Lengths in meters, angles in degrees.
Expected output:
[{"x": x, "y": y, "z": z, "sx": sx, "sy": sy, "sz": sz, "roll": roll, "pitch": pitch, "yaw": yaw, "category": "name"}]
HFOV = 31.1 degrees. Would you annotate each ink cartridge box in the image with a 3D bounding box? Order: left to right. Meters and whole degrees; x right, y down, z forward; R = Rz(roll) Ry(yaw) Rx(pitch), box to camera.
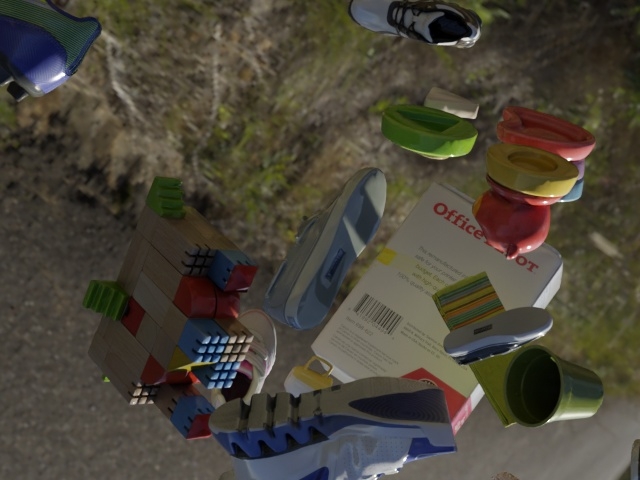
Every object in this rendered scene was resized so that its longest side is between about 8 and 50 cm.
[{"x": 0.213, "y": 0.132, "z": 2.041, "sx": 0.384, "sy": 0.279, "sz": 0.160, "roll": -52, "pitch": 160, "yaw": -11, "category": "ink cartridge box"}]

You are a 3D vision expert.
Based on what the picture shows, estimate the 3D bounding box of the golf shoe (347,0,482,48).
[{"x": 0.135, "y": -0.325, "z": 1.654, "sx": 0.094, "sy": 0.198, "sz": 0.077, "roll": -62, "pitch": 161, "yaw": -75, "category": "golf shoe"}]

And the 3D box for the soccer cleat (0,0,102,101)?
[{"x": -0.311, "y": -0.255, "z": 1.046, "sx": 0.121, "sy": 0.289, "sz": 0.093, "roll": -40, "pitch": 169, "yaw": -4, "category": "soccer cleat"}]

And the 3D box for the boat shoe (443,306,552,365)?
[{"x": 0.220, "y": 0.118, "z": 1.401, "sx": 0.040, "sy": 0.142, "sz": 0.049, "roll": 55, "pitch": 33, "yaw": -30, "category": "boat shoe"}]

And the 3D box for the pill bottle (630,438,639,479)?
[{"x": 0.403, "y": 0.253, "z": 1.263, "sx": 0.065, "sy": 0.116, "sz": 0.065, "roll": -1, "pitch": 90, "yaw": -68, "category": "pill bottle"}]

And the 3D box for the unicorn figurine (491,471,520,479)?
[{"x": 0.299, "y": 0.398, "z": 1.699, "sx": 0.060, "sy": 0.111, "sz": 0.162, "roll": -26, "pitch": 176, "yaw": -10, "category": "unicorn figurine"}]

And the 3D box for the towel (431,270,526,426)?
[{"x": 0.273, "y": 0.167, "z": 1.806, "sx": 0.102, "sy": 0.237, "sz": 0.021, "roll": -24, "pitch": 167, "yaw": -20, "category": "towel"}]

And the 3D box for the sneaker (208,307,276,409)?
[{"x": -0.135, "y": 0.227, "z": 2.065, "sx": 0.111, "sy": 0.103, "sz": 0.252, "roll": 111, "pitch": -6, "yaw": -58, "category": "sneaker"}]

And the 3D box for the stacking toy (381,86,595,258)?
[{"x": 0.227, "y": -0.098, "z": 1.602, "sx": 0.309, "sy": 0.280, "sz": 0.130, "roll": -36, "pitch": 141, "yaw": -61, "category": "stacking toy"}]

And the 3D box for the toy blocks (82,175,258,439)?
[{"x": -0.218, "y": 0.130, "z": 1.799, "sx": 0.191, "sy": 0.261, "sz": 0.381, "roll": 5, "pitch": 116, "yaw": -45, "category": "toy blocks"}]

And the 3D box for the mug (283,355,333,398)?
[{"x": -0.020, "y": 0.228, "z": 1.857, "sx": 0.078, "sy": 0.064, "sz": 0.062, "roll": -60, "pitch": -175, "yaw": -21, "category": "mug"}]

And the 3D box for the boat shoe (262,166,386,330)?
[{"x": 0.000, "y": 0.001, "z": 1.393, "sx": 0.227, "sy": 0.081, "sz": 0.079, "roll": -60, "pitch": 141, "yaw": -20, "category": "boat shoe"}]

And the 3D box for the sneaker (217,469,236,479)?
[{"x": -0.178, "y": 0.509, "z": 1.652, "sx": 0.135, "sy": 0.150, "sz": 0.365, "roll": 40, "pitch": 55, "yaw": -72, "category": "sneaker"}]

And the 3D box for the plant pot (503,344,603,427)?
[{"x": 0.245, "y": 0.153, "z": 1.174, "sx": 0.079, "sy": 0.083, "sz": 0.083, "roll": 12, "pitch": 118, "yaw": -33, "category": "plant pot"}]

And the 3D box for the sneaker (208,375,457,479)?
[{"x": 0.023, "y": 0.290, "z": 1.508, "sx": 0.127, "sy": 0.316, "sz": 0.182, "roll": -77, "pitch": 160, "yaw": -68, "category": "sneaker"}]
